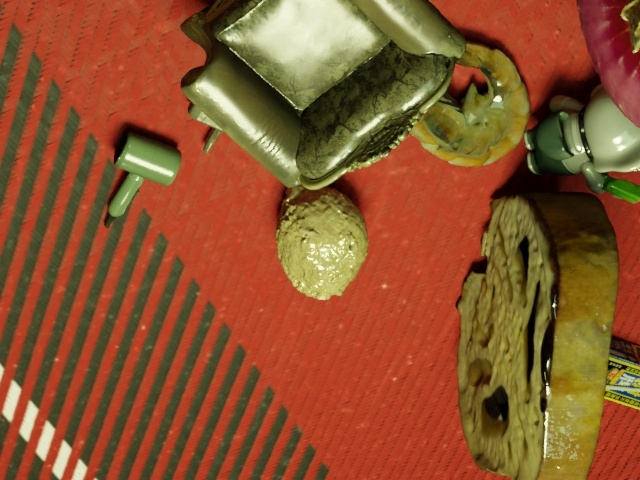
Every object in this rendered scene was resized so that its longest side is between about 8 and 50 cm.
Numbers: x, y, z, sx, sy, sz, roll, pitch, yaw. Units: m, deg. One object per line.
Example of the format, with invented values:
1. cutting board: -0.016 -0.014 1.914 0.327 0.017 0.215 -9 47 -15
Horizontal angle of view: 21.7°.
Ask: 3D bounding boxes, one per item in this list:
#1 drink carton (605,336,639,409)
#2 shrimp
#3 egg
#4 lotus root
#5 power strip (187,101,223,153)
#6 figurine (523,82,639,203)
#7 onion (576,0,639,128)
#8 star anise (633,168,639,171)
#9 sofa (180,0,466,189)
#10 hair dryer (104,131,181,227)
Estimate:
1. drink carton: 0.401 0.176 2.225 0.166 0.056 0.071 19 125 -20
2. shrimp: 0.148 -0.175 1.925 0.145 0.059 0.254 -39 122 17
3. egg: 0.000 0.000 2.003 0.118 0.116 0.140 3 102 17
4. lotus root: 0.255 0.125 1.978 0.111 0.375 0.390 7 141 -9
5. power strip: -0.068 -0.198 1.893 0.092 0.034 0.268 22 121 -22
6. figurine: 0.329 -0.125 1.925 0.192 0.147 0.126 -18 154 37
7. onion: 0.412 -0.263 1.706 0.345 0.358 0.358 24 121 -33
8. star anise: 0.415 -0.151 1.988 0.158 0.144 0.140 -5 173 5
9. sofa: -0.003 -0.196 1.765 0.258 0.182 0.200 -37 120 20
10. hair dryer: -0.226 -0.064 1.980 0.071 0.047 0.150 21 132 -19
